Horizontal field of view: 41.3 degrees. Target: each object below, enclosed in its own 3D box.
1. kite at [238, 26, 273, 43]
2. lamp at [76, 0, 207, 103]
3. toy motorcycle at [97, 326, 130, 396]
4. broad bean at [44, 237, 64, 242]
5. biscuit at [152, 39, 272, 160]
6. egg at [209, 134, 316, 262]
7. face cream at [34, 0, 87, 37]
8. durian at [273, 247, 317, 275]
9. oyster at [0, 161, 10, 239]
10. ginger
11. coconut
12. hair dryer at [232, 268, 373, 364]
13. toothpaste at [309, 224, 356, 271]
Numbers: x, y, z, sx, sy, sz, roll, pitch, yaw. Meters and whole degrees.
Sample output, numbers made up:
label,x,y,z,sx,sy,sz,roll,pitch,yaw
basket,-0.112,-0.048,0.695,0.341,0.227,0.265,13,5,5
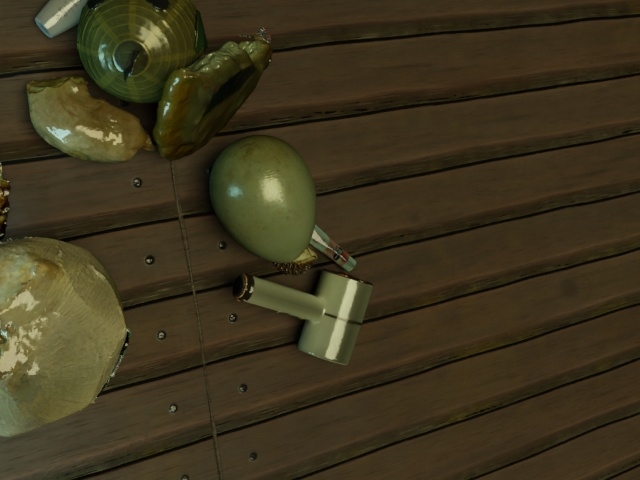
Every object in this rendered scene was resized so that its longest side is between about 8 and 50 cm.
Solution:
label,x,y,z,sx,sy,sz,roll,pitch,yaw
kite,-0.139,-0.452,1.866,0.078,0.002,0.044,22,85,-29
lamp,-0.346,-0.372,1.609,0.250,0.284,0.250,0,122,0
toy motorcycle,-0.440,0.237,1.728,0.058,0.100,0.173,24,82,-27
broad bean,-0.538,0.025,1.684,0.083,0.045,0.063,18,74,-36
biscuit,-0.202,-0.300,1.689,0.078,0.329,0.335,39,67,6
egg,-0.114,-0.082,1.801,0.218,0.218,0.295,-33,122,-21
face cream,-0.473,-0.469,1.657,0.182,0.051,0.072,-46,112,-15
durian,-0.063,0.046,1.950,0.130,0.052,0.066,12,51,-32
oyster,-0.741,-0.090,1.516,0.361,0.096,0.221,0,67,-32
ginger,-0.449,-0.226,1.651,0.267,0.138,0.152,37,73,-21
coconut,-0.520,0.163,1.508,0.347,0.360,0.346,-6,110,-16
hair dryer,-0.056,0.142,1.887,0.362,0.128,0.203,20,87,-35
toothpaste,0.000,0.000,1.973,0.205,0.036,0.056,39,79,-22
